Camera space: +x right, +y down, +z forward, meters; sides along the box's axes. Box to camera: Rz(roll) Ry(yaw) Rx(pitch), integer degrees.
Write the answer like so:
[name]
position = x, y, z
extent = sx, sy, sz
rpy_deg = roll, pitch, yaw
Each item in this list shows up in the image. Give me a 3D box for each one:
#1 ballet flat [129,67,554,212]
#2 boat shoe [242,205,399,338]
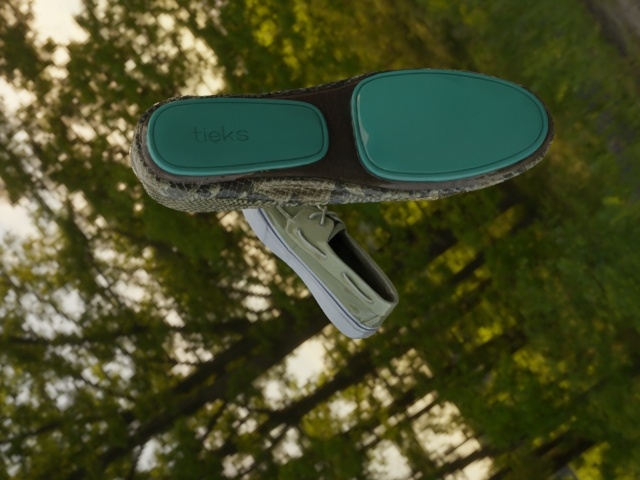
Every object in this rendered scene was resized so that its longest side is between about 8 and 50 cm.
[ballet flat]
position = 0.022, -0.106, 1.253
extent = 0.182, 0.482, 0.164
rpy_deg = 98, 166, -71
[boat shoe]
position = 0.000, 0.000, 1.511
extent = 0.302, 0.094, 0.109
rpy_deg = 50, -147, 6
